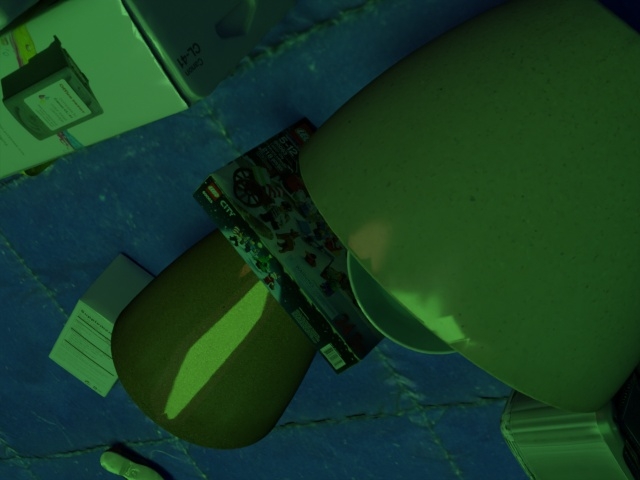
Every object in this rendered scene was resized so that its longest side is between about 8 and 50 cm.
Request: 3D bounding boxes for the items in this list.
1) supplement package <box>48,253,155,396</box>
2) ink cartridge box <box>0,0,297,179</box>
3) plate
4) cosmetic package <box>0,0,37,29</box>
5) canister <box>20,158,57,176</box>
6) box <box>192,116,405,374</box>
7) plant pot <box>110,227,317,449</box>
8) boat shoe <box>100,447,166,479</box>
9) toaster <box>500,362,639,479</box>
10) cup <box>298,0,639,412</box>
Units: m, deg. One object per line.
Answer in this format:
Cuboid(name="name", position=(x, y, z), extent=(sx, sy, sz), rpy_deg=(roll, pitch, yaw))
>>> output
Cuboid(name="supplement package", position=(-0.295, 0.123, 1.320), extent=(0.105, 0.105, 0.179), rpy_deg=(37, 137, -3))
Cuboid(name="ink cartridge box", position=(-0.206, -0.194, 0.898), extent=(0.306, 0.226, 0.131), rpy_deg=(-14, 121, 37))
Cuboid(name="plate", position=(0.114, 0.021, 0.944), extent=(0.188, 0.188, 0.024), rpy_deg=(41, 164, -7))
Cuboid(name="cosmetic package", position=(-0.400, -0.349, 0.773), extent=(0.327, 0.329, 0.393), rpy_deg=(-17, 117, 30))
Cuboid(name="canister", position=(-0.385, -0.155, 1.116), extent=(0.170, 0.126, 0.073), rpy_deg=(22, 136, 16))
Cuboid(name="box", position=(0.000, 0.000, 0.960), extent=(0.233, 0.159, 0.044), rpy_deg=(51, 137, 1))
Cuboid(name="plant pot", position=(-0.085, 0.074, 1.087), extent=(0.237, 0.237, 0.254), rpy_deg=(36, 123, -2))
Cuboid(name="boat shoe", position=(-0.323, 0.408, 1.638), extent=(0.137, 0.049, 0.043), rpy_deg=(29, 179, 2))
Cuboid(name="toaster", position=(0.302, 0.216, 1.027), extent=(0.146, 0.129, 0.227), rpy_deg=(-18, 118, 43))
Cuboid(name="cup", position=(0.185, -0.063, 0.751), extent=(0.331, 0.331, 0.237), rpy_deg=(38, 111, -4))
